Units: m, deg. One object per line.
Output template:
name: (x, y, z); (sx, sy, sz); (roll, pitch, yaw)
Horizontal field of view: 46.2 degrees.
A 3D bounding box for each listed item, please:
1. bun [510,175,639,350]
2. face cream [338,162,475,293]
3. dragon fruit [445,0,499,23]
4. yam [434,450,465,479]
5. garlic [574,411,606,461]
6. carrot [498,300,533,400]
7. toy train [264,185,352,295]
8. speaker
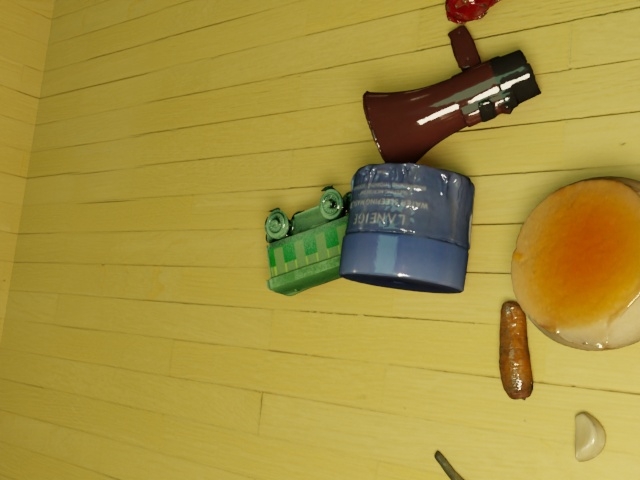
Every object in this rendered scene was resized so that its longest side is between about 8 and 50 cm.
bun: (0.477, 0.048, 1.261); (0.299, 0.164, 0.299); (-28, 53, 44)
face cream: (0.170, -0.022, 1.472); (0.249, 0.249, 0.225); (0, 78, 39)
dragon fruit: (0.339, -0.517, 1.551); (0.190, 0.094, 0.094); (-22, 67, 28)
yam: (0.285, 0.491, 1.407); (0.234, 0.029, 0.027); (52, 124, 34)
garlic: (0.463, 0.338, 1.292); (0.053, 0.041, 0.083); (-22, 58, 48)
carrot: (0.359, 0.202, 1.394); (0.060, 0.060, 0.186); (-15, 69, 36)
toy train: (0.000, 0.000, 1.693); (0.300, 0.120, 0.203); (-20, 72, 34)
speaker: (0.267, -0.293, 1.547); (0.329, 0.198, 0.259); (-24, 23, 14)
